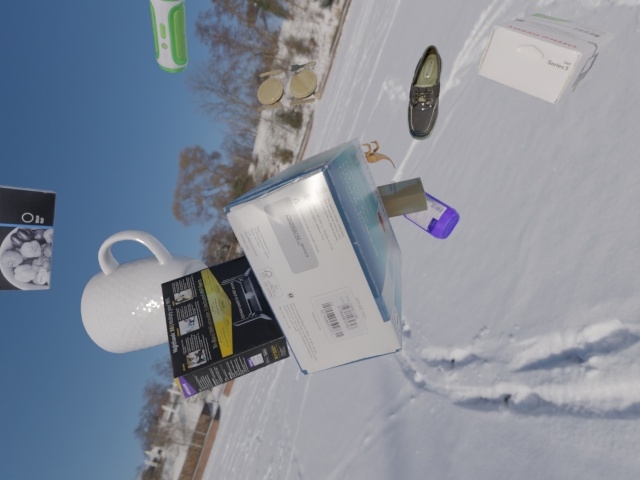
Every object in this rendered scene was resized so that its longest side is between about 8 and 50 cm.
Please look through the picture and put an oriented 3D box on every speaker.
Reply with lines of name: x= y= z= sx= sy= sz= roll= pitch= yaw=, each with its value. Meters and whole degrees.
speaker: x=-0.566 y=-0.793 z=1.511 sx=0.297 sy=0.131 sz=0.131 roll=109 pitch=177 yaw=-52

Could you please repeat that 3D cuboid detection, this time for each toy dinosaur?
toy dinosaur: x=0.216 y=-0.334 z=1.593 sx=0.211 sy=0.064 sz=0.113 roll=3 pitch=114 yaw=48

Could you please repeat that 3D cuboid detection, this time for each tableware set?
tableware set: x=-0.094 y=-0.443 z=1.184 sx=0.039 sy=0.194 sz=0.129 roll=27 pitch=-118 yaw=-65

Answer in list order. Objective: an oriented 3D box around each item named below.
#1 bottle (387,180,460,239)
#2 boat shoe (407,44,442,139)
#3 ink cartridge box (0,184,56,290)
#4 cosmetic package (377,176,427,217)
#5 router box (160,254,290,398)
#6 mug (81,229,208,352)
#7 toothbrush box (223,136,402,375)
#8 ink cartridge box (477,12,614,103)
bottle: x=0.346 y=-0.119 z=1.422 sx=0.092 sy=0.282 sz=0.118 roll=10 pitch=-67 yaw=-53
boat shoe: x=0.251 y=-0.361 z=0.981 sx=0.073 sy=0.080 sz=0.224 roll=21 pitch=-101 yaw=-67
ink cartridge box: x=-0.639 y=-0.006 z=0.777 sx=0.045 sy=0.208 sz=0.207 roll=8 pitch=94 yaw=46
cosmetic package: x=0.137 y=-0.077 z=0.756 sx=0.060 sy=0.115 sz=0.041 roll=-89 pitch=-17 yaw=-52
router box: x=-0.238 y=0.186 z=0.969 sx=0.309 sy=0.242 sz=0.081 roll=-123 pitch=20 yaw=-47
mug: x=-0.520 y=0.140 z=1.229 sx=0.276 sy=0.327 sz=0.374 roll=-68 pitch=-41 yaw=-61
toothbrush box: x=0.020 y=-0.005 z=0.550 sx=0.295 sy=0.126 sz=0.217 roll=-60 pitch=-51 yaw=-69
ink cartridge box: x=0.535 y=-0.442 z=0.958 sx=0.272 sy=0.198 sz=0.115 roll=-32 pitch=-34 yaw=-36
